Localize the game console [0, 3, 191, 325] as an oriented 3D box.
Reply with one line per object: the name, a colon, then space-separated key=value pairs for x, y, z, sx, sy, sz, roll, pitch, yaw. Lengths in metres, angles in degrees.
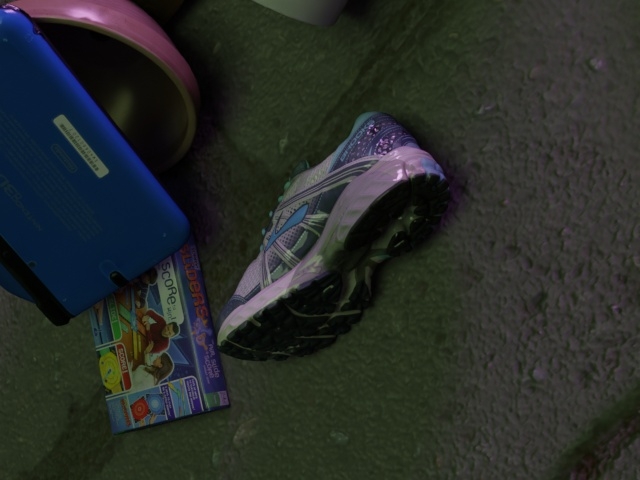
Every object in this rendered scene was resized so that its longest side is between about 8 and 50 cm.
game console: x=-0.305 y=-0.077 z=1.395 sx=0.250 sy=0.293 sz=0.173 roll=-32 pitch=27 yaw=9

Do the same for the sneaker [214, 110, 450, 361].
sneaker: x=0.000 y=0.000 z=1.298 sx=0.283 sy=0.110 sz=0.122 roll=-45 pitch=49 yaw=25

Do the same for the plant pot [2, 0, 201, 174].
plant pot: x=-0.230 y=-0.171 z=1.402 sx=0.237 sy=0.237 sz=0.109 roll=-20 pitch=45 yaw=34

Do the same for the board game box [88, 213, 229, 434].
board game box: x=-0.173 y=0.086 z=1.445 sx=0.136 sy=0.035 sz=0.201 roll=-17 pitch=81 yaw=35

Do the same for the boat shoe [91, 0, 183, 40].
boat shoe: x=-0.164 y=-0.317 z=1.400 sx=0.341 sy=0.122 sz=0.110 roll=-43 pitch=32 yaw=36

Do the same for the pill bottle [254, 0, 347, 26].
pill bottle: x=0.015 y=-0.342 z=1.229 sx=0.161 sy=0.161 sz=0.283 roll=39 pitch=112 yaw=29
